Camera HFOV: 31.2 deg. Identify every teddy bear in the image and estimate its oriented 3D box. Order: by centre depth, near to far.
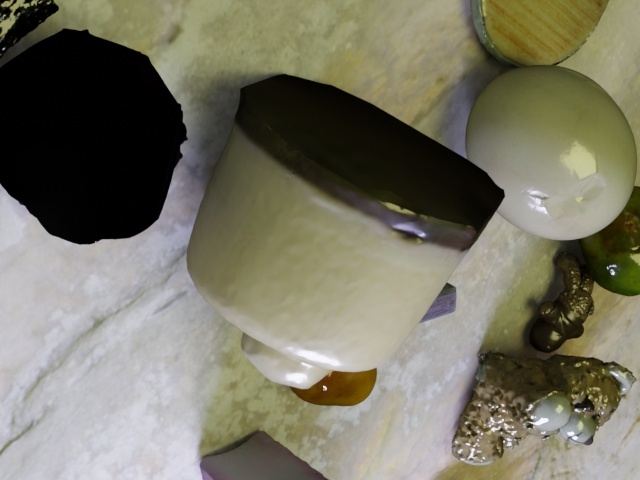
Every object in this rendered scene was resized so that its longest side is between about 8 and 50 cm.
[{"bbox_3d":[0.350,0.249,1.767,0.256,0.267,0.156,7,61,-28],"label":"teddy bear"},{"bbox_3d":[0.391,0.108,1.799,0.119,0.078,0.160,26,90,-44],"label":"teddy bear"}]

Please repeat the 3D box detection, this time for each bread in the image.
[{"bbox_3d":[0.303,-0.363,1.570,0.267,0.040,0.267,-14,116,-31],"label":"bread"}]

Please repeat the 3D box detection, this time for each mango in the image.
[{"bbox_3d":[0.020,0.172,1.547,0.163,0.089,0.111,12,123,-46],"label":"mango"}]

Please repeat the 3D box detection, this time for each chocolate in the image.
[{"bbox_3d":[-0.232,-0.127,1.234,0.177,0.206,0.224,-59,167,-66],"label":"chocolate"},{"bbox_3d":[0.000,0.000,1.345,0.297,0.314,0.326,-62,173,25],"label":"chocolate"}]

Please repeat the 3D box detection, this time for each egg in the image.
[{"bbox_3d":[0.315,-0.118,1.562,0.269,0.219,0.219,38,84,-38],"label":"egg"}]

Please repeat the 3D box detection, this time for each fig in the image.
[{"bbox_3d":[0.495,0.012,1.783,0.233,0.167,0.167,28,91,-42],"label":"fig"}]

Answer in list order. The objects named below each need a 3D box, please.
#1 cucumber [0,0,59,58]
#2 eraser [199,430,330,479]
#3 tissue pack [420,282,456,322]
[{"bbox_3d":[-0.389,-0.153,1.125,0.303,0.072,0.081,-47,129,-11],"label":"cucumber"},{"bbox_3d":[-0.025,0.470,1.517,0.122,0.272,0.359,-24,122,-29],"label":"eraser"},{"bbox_3d":[0.090,0.081,1.544,0.156,0.112,0.051,-15,116,-31],"label":"tissue pack"}]
